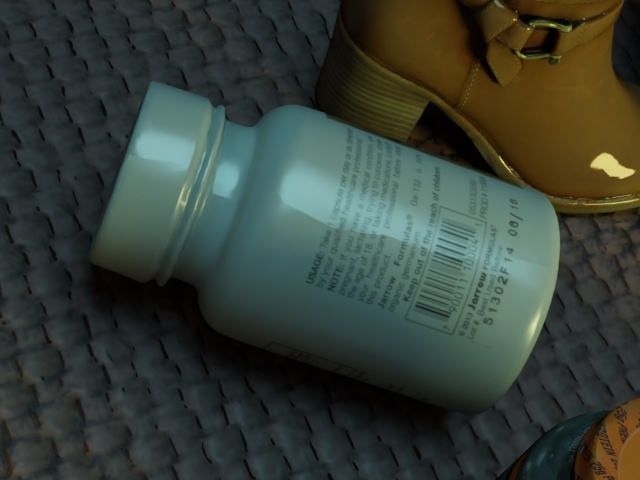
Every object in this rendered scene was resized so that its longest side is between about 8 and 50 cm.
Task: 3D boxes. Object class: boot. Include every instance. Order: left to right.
[{"bbox_3d":[0.154,-0.133,0.819,0.284,0.220,0.109,17,51,-12],"label":"boot"}]

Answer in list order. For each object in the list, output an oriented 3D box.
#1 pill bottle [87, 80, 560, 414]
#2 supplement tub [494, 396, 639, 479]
[{"bbox_3d":[0.000,0.000,0.716,0.229,0.131,0.131,19,51,-10],"label":"pill bottle"},{"bbox_3d":[0.121,0.155,0.619,0.117,0.190,0.117,12,52,-16],"label":"supplement tub"}]
